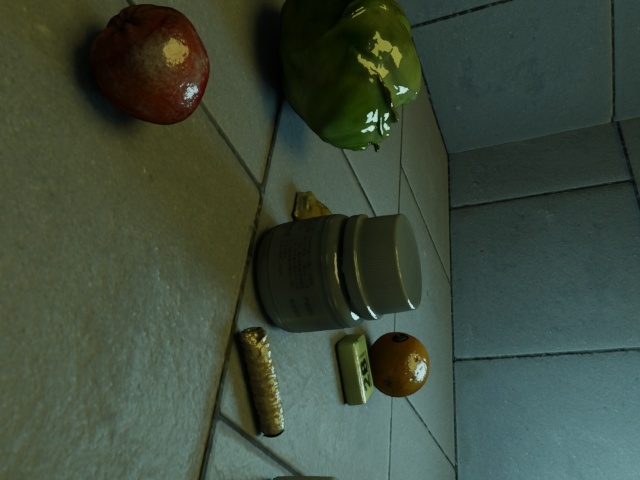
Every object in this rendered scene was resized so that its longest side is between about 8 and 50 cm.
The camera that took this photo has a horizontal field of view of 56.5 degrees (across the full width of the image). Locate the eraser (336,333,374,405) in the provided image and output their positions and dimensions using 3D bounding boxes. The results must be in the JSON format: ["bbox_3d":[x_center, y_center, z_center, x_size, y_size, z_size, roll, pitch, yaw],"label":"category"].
[{"bbox_3d":[0.097,0.350,1.629,0.117,0.058,0.172,-14,95,-69],"label":"eraser"}]

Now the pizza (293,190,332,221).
[{"bbox_3d":[-0.002,-0.009,1.495,0.188,0.080,0.204,60,31,-42],"label":"pizza"}]

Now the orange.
[{"bbox_3d":[0.231,0.372,1.783,0.206,0.205,0.206,-9,90,-68],"label":"orange"}]

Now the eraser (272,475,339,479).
[{"bbox_3d":[-0.028,0.596,1.097,0.331,0.149,0.332,-11,90,-69],"label":"eraser"}]

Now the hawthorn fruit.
[{"bbox_3d":[-0.244,-0.252,0.873,0.173,0.172,0.173,-9,90,-68],"label":"hawthorn fruit"}]

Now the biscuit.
[{"bbox_3d":[-0.110,0.274,1.144,0.061,0.055,0.219,-20,101,-57],"label":"biscuit"}]

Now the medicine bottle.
[{"bbox_3d":[0.044,0.065,1.270,0.245,0.306,0.245,-8,90,-68],"label":"medicine bottle"}]

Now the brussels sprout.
[{"bbox_3d":[0.063,-0.457,1.467,0.361,0.342,0.426,56,21,-60],"label":"brussels sprout"}]
